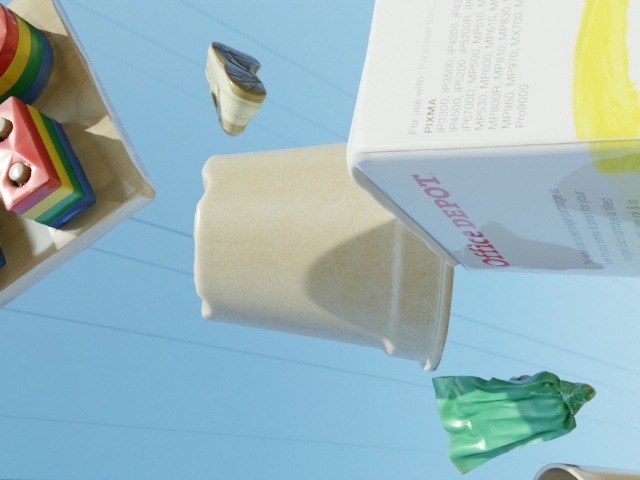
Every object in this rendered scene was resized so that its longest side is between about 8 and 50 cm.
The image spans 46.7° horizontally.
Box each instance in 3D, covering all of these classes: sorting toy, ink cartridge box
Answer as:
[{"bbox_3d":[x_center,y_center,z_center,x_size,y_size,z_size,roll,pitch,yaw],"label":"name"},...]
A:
[{"bbox_3d":[-0.316,-0.079,0.652,0.255,0.257,0.089,59,-171,21],"label":"sorting toy"},{"bbox_3d":[0.251,-0.080,0.526,0.279,0.385,0.160,35,-120,-57],"label":"ink cartridge box"}]

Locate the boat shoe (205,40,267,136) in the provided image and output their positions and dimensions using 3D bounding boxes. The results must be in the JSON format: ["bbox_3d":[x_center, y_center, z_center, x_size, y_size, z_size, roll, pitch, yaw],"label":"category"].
[{"bbox_3d":[-0.086,-0.151,0.718,0.056,0.048,0.153,16,-154,-25],"label":"boat shoe"}]

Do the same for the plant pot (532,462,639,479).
[{"bbox_3d":[0.383,0.348,0.745,0.274,0.256,0.256,-2,-108,-6],"label":"plant pot"}]

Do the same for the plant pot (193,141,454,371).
[{"bbox_3d":[0.000,0.000,0.988,0.334,0.306,0.333,2,-90,-89],"label":"plant pot"}]

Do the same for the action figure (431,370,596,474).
[{"bbox_3d":[0.253,0.219,0.960,0.063,0.232,0.137,-11,-102,-41],"label":"action figure"}]
